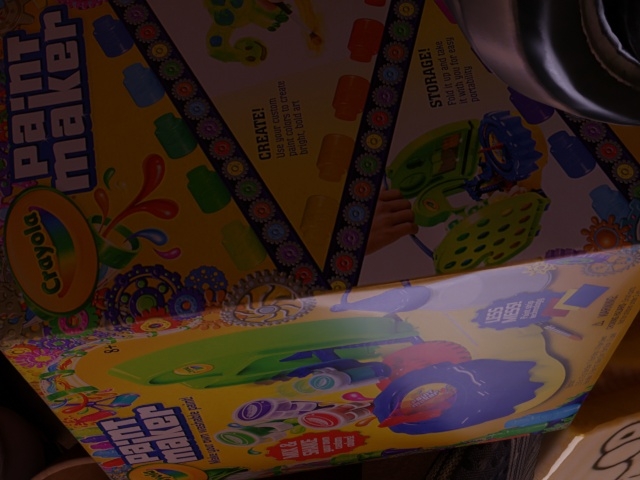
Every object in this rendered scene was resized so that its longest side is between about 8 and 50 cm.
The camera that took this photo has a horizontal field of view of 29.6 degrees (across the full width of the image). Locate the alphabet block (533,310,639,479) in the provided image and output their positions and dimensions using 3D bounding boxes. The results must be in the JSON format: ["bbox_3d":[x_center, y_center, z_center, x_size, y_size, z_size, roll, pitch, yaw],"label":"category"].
[{"bbox_3d":[0.215,0.110,1.046,0.192,0.193,0.197,-13,148,-24],"label":"alphabet block"}]

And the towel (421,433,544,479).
[{"bbox_3d":[0.067,0.253,0.839,0.312,0.056,0.324,-52,155,-34],"label":"towel"}]

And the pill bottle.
[{"bbox_3d":[-0.241,0.184,0.898,0.108,0.108,0.193,-26,151,0],"label":"pill bottle"}]

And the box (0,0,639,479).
[{"bbox_3d":[0.000,0.000,0.636,0.279,0.177,0.290,-9,156,-1],"label":"box"}]

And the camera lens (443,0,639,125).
[{"bbox_3d":[0.098,-0.191,0.384,0.219,0.274,0.219,-18,147,-12],"label":"camera lens"}]

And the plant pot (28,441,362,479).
[{"bbox_3d":[-0.067,0.187,0.898,0.237,0.237,0.254,-47,-177,33],"label":"plant pot"}]
